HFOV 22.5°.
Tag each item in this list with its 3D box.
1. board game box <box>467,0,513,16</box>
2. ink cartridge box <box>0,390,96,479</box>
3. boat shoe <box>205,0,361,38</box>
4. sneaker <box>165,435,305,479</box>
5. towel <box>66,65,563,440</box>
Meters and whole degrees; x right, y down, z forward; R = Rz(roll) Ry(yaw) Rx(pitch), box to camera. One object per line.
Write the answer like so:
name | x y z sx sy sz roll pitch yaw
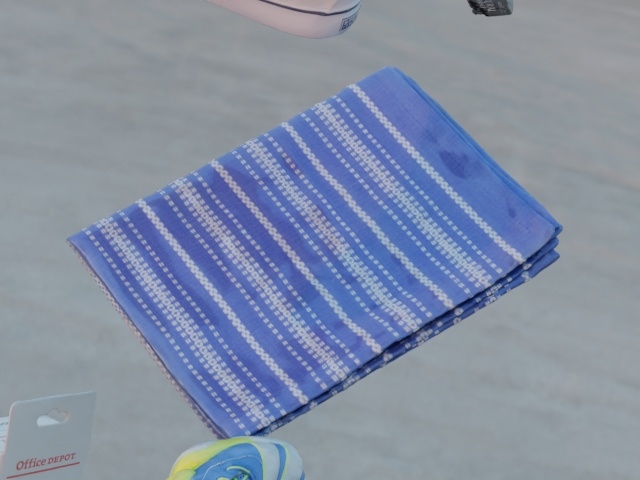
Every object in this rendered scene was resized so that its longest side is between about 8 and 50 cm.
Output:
board game box | 0.083 -0.211 0.881 0.026 0.126 0.186 0 -10 15
ink cartridge box | -0.264 0.214 1.349 0.067 0.198 0.115 20 10 29
boat shoe | -0.088 -0.234 1.211 0.258 0.084 0.095 16 45 6
sneaker | -0.078 0.203 1.085 0.240 0.091 0.126 -21 17 -38
towel | 0.000 0.000 1.297 0.336 0.040 0.243 -30 62 -21
